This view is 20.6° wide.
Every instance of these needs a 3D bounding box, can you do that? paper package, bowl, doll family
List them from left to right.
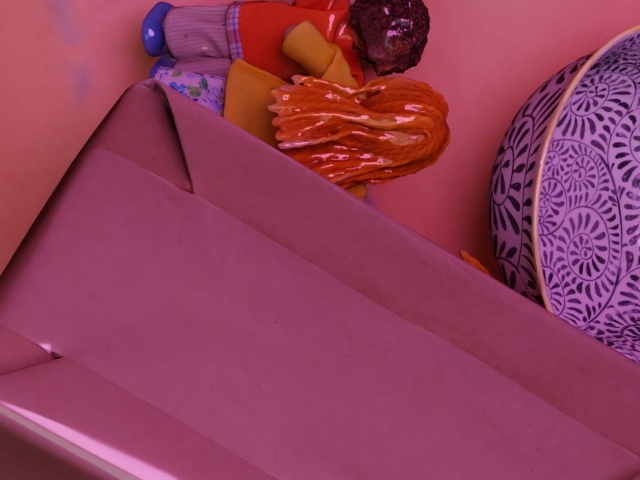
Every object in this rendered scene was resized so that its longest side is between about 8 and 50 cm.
[{"bbox_3d":[-0.031,0.137,0.781,0.309,0.168,0.325,30,142,-4],"label":"paper package"},{"bbox_3d":[0.000,0.000,0.811,0.163,0.118,0.263,-2,114,23],"label":"doll family"},{"bbox_3d":[0.132,-0.017,0.827,0.170,0.080,0.170,-4,97,-38],"label":"bowl"}]

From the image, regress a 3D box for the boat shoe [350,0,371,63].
[{"bbox_3d":[0.052,-0.151,0.831,0.049,0.056,0.152,29,116,-7],"label":"boat shoe"}]
